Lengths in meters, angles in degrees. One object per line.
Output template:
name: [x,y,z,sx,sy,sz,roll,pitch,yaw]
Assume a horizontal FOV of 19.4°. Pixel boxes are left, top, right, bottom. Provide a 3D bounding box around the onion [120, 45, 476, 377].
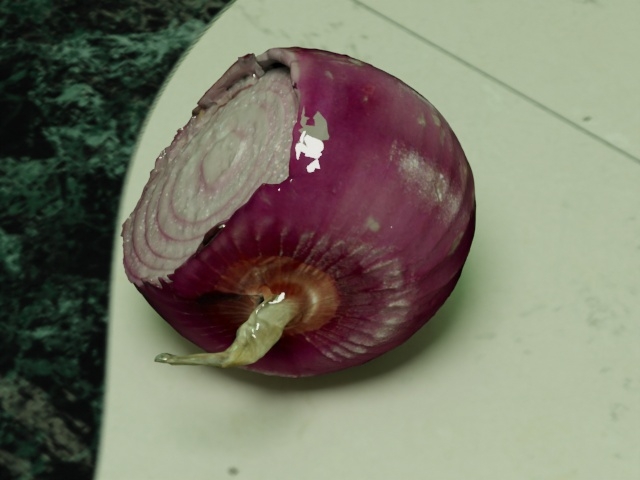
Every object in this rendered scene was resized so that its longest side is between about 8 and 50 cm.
onion: [-0.001,-0.009,1.113,0.200,0.207,0.200,28,15,-8]
